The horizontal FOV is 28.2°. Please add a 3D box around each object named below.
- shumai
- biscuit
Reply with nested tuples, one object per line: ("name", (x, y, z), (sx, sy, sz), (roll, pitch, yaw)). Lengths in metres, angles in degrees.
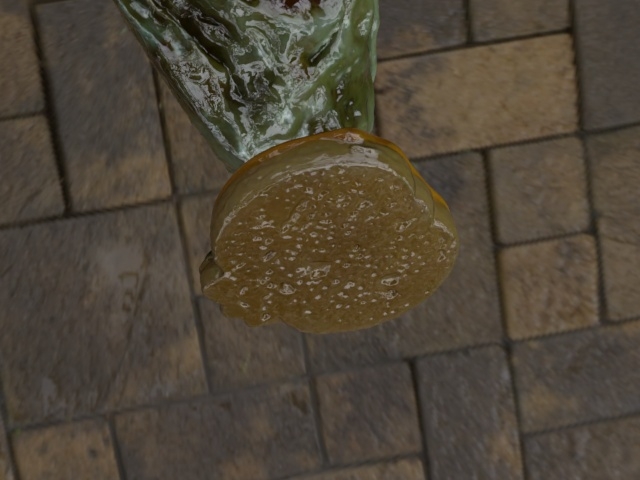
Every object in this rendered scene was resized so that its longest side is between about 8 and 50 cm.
("shumai", (-0.014, -0.216, 1.085), (0.288, 0.292, 0.330), (-34, 79, -1))
("biscuit", (0.000, -0.003, 0.827), (0.170, 0.050, 0.170), (-6, 137, -6))
